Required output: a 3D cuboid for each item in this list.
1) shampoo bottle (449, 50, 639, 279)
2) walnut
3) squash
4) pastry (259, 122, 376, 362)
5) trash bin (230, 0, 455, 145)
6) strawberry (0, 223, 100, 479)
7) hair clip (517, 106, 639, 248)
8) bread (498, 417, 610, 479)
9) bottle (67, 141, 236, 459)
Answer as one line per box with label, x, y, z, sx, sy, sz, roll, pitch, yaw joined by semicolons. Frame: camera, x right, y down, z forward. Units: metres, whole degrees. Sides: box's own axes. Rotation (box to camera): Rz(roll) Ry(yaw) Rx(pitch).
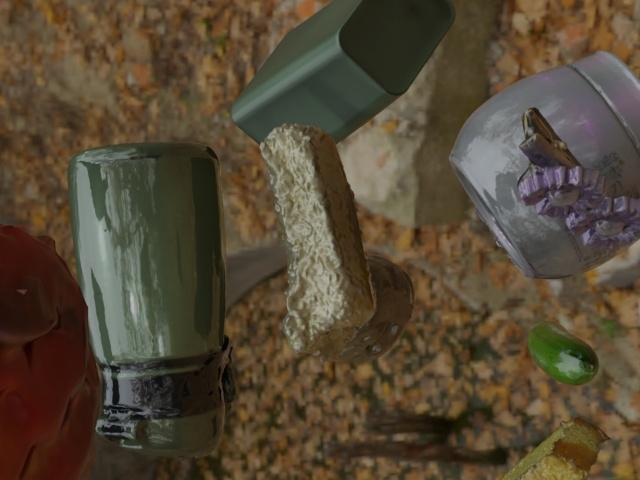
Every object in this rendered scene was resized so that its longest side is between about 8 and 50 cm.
shampoo bottle;0.337;-0.100;1.589;0.273;0.266;0.273;58;-179;-1
walnut;0.047;0.088;1.515;0.162;0.140;0.140;-55;42;20
squash;0.401;0.189;1.976;0.292;0.082;0.082;-118;32;-83
pastry;-0.004;-0.002;1.245;0.089;0.121;0.258;-20;74;32
trash bin;0.039;-0.268;1.810;0.223;0.158;0.343;-56;17;-27
strawberry;-0.159;0.093;0.378;0.244;0.205;0.205;-51;45;23
hair clip;0.311;-0.057;1.389;0.106;0.292;0.084;-21;50;36
bread;0.274;0.298;1.462;0.065;0.103;0.187;48;113;5
bottle;-0.179;0.070;1.278;0.168;0.168;0.347;-5;91;60
